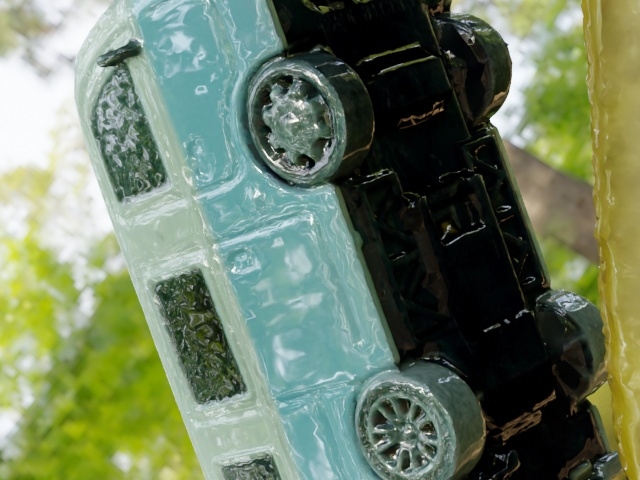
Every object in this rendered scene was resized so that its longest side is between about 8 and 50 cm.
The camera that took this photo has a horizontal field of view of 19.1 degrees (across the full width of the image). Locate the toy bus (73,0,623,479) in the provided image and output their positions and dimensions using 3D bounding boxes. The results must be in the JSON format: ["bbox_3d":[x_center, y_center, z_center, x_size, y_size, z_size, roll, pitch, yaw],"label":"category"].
[{"bbox_3d":[0.000,0.000,0.794,0.165,0.271,0.133,-18,3,40],"label":"toy bus"}]

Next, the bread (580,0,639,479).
[{"bbox_3d":[0.219,-0.075,0.745,0.333,0.143,0.323,-47,-45,-51],"label":"bread"}]

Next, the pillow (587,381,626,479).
[{"bbox_3d":[0.209,0.120,1.177,0.233,0.086,0.214,7,-53,-42],"label":"pillow"}]
